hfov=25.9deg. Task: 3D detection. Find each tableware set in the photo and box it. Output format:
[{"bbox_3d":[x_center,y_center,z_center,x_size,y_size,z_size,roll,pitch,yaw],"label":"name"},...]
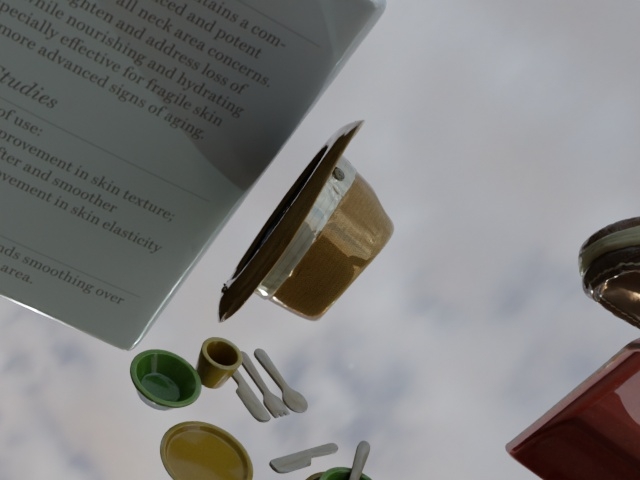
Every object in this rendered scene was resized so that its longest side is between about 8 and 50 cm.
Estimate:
[{"bbox_3d":[-0.025,0.105,0.674,0.154,0.104,0.024,53,-49,29],"label":"tableware set"}]

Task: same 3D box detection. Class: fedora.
[{"bbox_3d":[0.000,0.000,1.041,0.079,0.194,0.194,36,-41,-6],"label":"fedora"}]

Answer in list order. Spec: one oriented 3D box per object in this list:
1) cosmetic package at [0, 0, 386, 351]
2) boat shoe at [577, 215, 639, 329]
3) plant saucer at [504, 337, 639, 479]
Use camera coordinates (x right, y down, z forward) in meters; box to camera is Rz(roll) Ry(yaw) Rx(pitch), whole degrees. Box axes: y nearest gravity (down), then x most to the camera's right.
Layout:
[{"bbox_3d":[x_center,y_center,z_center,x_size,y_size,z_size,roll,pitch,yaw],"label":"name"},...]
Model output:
[{"bbox_3d":[-0.203,-0.190,1.187,0.329,0.327,0.394,28,-64,-23],"label":"cosmetic package"},{"bbox_3d":[0.280,0.058,0.857,0.257,0.095,0.095,14,-35,-14],"label":"boat shoe"},{"bbox_3d":[0.240,0.142,0.716,0.258,0.048,0.259,35,-19,6],"label":"plant saucer"}]
